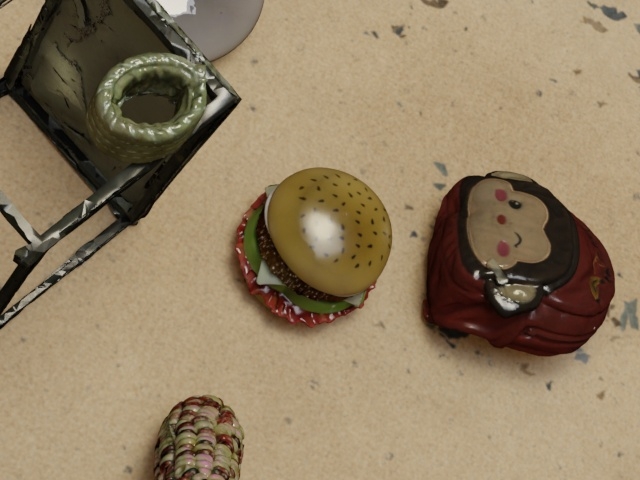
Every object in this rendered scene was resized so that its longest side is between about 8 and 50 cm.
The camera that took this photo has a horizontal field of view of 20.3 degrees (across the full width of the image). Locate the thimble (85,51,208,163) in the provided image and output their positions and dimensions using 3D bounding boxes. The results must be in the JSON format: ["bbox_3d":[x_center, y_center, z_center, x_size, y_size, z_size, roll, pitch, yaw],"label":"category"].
[{"bbox_3d":[-0.149,-0.118,1.560,0.110,0.062,0.084,-31,83,-28],"label":"thimble"}]

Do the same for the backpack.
[{"bbox_3d":[0.227,0.036,2.003,0.229,0.139,0.229,14,47,-15],"label":"backpack"}]

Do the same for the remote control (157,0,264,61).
[{"bbox_3d":[-0.201,-0.341,1.987,0.221,0.103,0.332,-36,86,-23],"label":"remote control"}]

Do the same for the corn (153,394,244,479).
[{"bbox_3d":[-0.116,0.237,1.726,0.092,0.280,0.092,-1,111,-4],"label":"corn"}]

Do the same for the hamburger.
[{"bbox_3d":[0.001,-0.003,1.920,0.175,0.137,0.175,10,64,-21],"label":"hamburger"}]

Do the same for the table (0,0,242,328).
[{"bbox_3d":[-0.291,-0.080,1.715,0.222,0.335,0.272,48,60,1],"label":"table"}]
